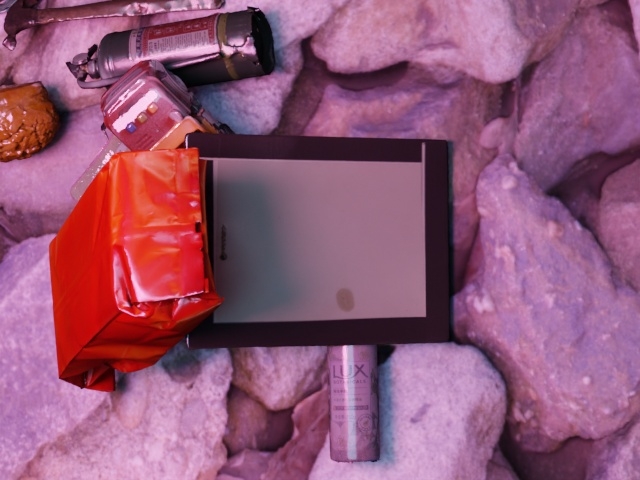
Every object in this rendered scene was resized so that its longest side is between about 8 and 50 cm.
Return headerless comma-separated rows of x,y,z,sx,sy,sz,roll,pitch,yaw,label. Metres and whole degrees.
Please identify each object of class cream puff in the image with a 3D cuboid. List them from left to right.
-0.417,-0.156,1.922,0.144,0.126,0.103,-9,102,23,cream puff

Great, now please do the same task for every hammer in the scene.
-0.277,-0.308,1.916,0.297,0.027,0.125,-5,47,7,hammer

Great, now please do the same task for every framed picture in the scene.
0.000,0.000,1.770,0.347,0.016,0.265,-1,89,-19,framed picture

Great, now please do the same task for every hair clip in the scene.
-0.284,-0.102,1.936,0.054,0.022,0.137,37,97,13,hair clip

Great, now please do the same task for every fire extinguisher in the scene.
-0.213,-0.240,1.886,0.294,0.118,0.093,-7,127,14,fire extinguisher

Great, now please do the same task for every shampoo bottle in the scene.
0.040,0.173,1.820,0.072,0.072,0.214,-3,87,14,shampoo bottle

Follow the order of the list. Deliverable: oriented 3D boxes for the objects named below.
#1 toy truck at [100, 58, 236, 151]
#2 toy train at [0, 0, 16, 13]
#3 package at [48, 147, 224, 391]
-0.157,-0.100,1.814,0.114,0.135,0.270,-42,113,9,toy truck
-0.446,-0.398,1.933,0.198,0.107,0.154,-40,89,6,toy train
-0.236,0.046,1.731,0.123,0.423,0.196,3,70,-24,package
